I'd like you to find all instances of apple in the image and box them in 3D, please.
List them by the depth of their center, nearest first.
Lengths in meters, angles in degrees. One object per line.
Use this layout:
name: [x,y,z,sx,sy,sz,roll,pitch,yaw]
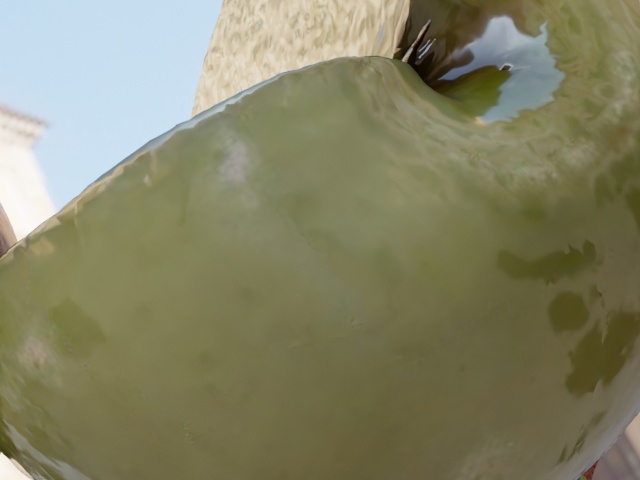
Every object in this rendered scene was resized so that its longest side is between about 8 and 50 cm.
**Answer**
apple: [0.019,0.007,0.761,0.258,0.233,0.295,-56,2,43]

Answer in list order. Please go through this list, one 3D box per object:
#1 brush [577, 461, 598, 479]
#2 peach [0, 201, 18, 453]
brush: [0.138,0.085,0.944,0.083,0.018,0.021,-61,-13,-20]
peach: [-0.251,0.038,0.856,0.252,0.252,0.252,-25,-19,-9]
